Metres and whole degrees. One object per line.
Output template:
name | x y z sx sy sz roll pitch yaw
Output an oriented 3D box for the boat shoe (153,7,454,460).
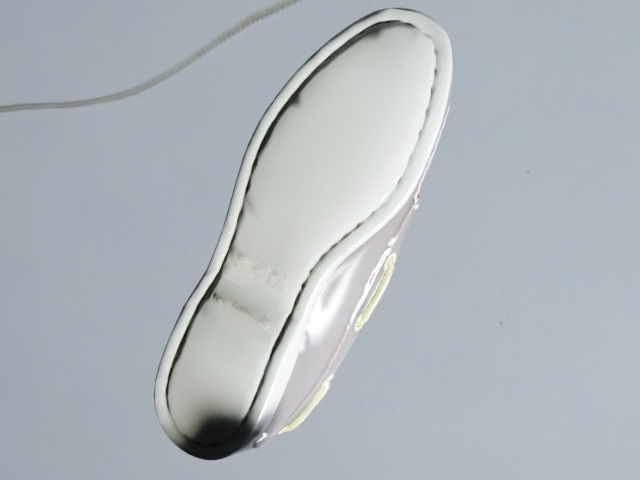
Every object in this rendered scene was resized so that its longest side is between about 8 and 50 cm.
boat shoe | 0.000 0.000 0.703 0.117 0.097 0.324 30 99 25
